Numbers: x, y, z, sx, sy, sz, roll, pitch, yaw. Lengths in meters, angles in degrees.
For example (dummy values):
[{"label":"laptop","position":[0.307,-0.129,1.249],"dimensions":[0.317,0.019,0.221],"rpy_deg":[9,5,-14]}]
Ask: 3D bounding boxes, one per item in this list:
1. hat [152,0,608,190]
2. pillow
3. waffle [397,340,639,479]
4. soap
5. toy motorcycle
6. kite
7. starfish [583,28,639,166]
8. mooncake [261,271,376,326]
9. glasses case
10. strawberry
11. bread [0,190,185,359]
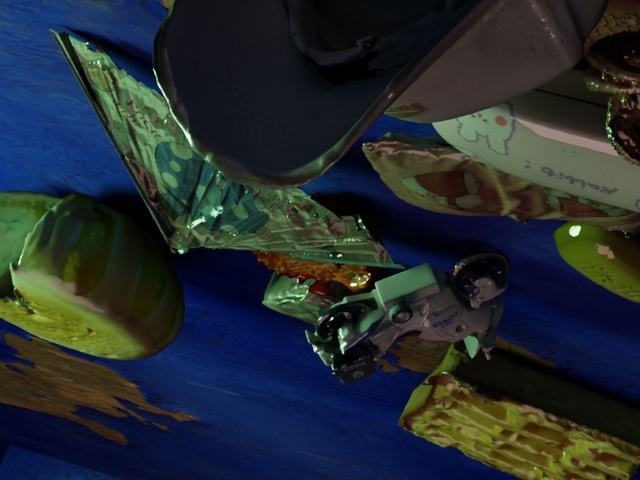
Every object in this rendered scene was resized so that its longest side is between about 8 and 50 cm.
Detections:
[{"label":"hat","position":[0.047,-0.118,1.022],"dimensions":[0.257,0.301,0.168],"rpy_deg":[9,136,36]},{"label":"pillow","position":[0.168,-0.054,1.372],"dimensions":[0.248,0.049,0.135],"rpy_deg":[9,159,23]},{"label":"waffle","position":[0.262,0.238,2.031],"dimensions":[0.304,0.077,0.348],"rpy_deg":[23,162,1]},{"label":"soap","position":[0.280,0.021,1.456],"dimensions":[0.140,0.045,0.089],"rpy_deg":[29,164,-21]},{"label":"toy motorcycle","position":[0.100,0.084,1.661],"dimensions":[0.221,0.102,0.150],"rpy_deg":[-20,143,4]},{"label":"kite","position":[-0.095,-0.076,1.518],"dimensions":[0.406,0.014,0.368],"rpy_deg":[34,146,1]},{"label":"starfish","position":[0.260,-0.099,1.059],"dimensions":[0.146,0.074,0.190],"rpy_deg":[-27,140,8]},{"label":"mooncake","position":[0.017,0.064,1.823],"dimensions":[0.125,0.073,0.130],"rpy_deg":[28,162,-27]},{"label":"glasses case","position":[0.225,-0.074,1.206],"dimensions":[0.296,0.075,0.113],"rpy_deg":[17,161,17]},{"label":"strawberry","position":[0.000,0.000,1.644],"dimensions":[0.145,0.086,0.145],"rpy_deg":[21,163,7]},{"label":"bread","position":[-0.307,0.036,1.972],"dimensions":[0.333,0.160,0.333],"rpy_deg":[21,163,7]}]
